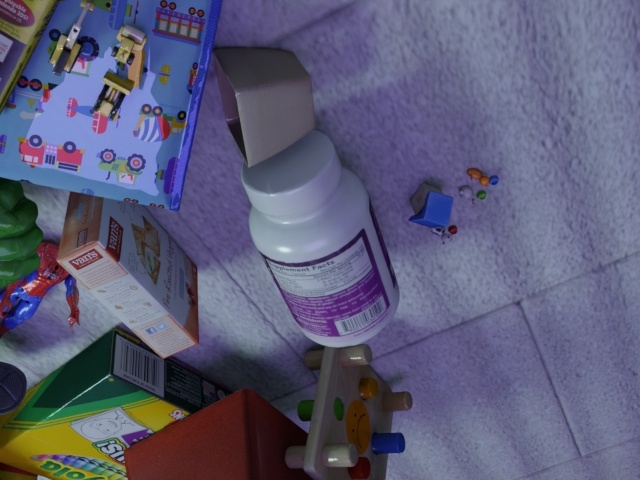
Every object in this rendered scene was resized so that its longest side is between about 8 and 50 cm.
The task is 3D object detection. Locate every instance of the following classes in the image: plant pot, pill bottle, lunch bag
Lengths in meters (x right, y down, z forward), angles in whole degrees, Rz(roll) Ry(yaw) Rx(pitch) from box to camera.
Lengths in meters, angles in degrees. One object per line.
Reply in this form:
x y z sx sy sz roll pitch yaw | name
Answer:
-0.064 -0.172 0.841 0.096 0.109 0.109 -18 135 -12 | plant pot
-0.147 0.454 1.163 0.267 0.236 0.267 -29 132 13 | plant pot
0.000 0.000 0.963 0.169 0.169 0.302 -18 133 5 | pill bottle
-0.237 -0.205 0.769 0.220 0.138 0.293 11 120 -17 | lunch bag

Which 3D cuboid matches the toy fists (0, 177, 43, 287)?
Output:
-0.440 -0.064 0.827 0.142 0.096 0.279 -24 112 -8 | toy fists

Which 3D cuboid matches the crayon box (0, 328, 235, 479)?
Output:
-0.339 0.346 1.257 0.313 0.106 0.363 -35 130 20 | crayon box

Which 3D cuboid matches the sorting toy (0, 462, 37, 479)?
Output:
-0.643 0.423 1.226 0.257 0.090 0.255 -4 154 27 | sorting toy

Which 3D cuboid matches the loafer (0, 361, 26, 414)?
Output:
-0.585 0.192 0.998 0.095 0.109 0.302 0 159 43 | loafer

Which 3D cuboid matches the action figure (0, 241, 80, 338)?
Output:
-0.433 0.105 1.003 0.280 0.139 0.091 -41 128 22 | action figure

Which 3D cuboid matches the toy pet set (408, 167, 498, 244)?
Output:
0.198 -0.046 1.029 0.114 0.065 0.122 16 127 -24 | toy pet set

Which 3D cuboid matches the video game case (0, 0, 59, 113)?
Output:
-0.386 -0.277 0.645 0.274 0.035 0.248 30 106 -18 | video game case

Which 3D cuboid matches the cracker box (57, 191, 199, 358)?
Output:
-0.253 0.033 0.951 0.067 0.156 0.232 -24 133 11 | cracker box

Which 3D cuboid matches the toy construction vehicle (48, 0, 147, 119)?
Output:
-0.228 -0.183 0.708 0.085 0.035 0.098 29 101 -20 | toy construction vehicle

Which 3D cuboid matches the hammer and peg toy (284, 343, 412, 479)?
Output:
0.052 0.379 1.203 0.127 0.362 0.266 -12 138 28 | hammer and peg toy
